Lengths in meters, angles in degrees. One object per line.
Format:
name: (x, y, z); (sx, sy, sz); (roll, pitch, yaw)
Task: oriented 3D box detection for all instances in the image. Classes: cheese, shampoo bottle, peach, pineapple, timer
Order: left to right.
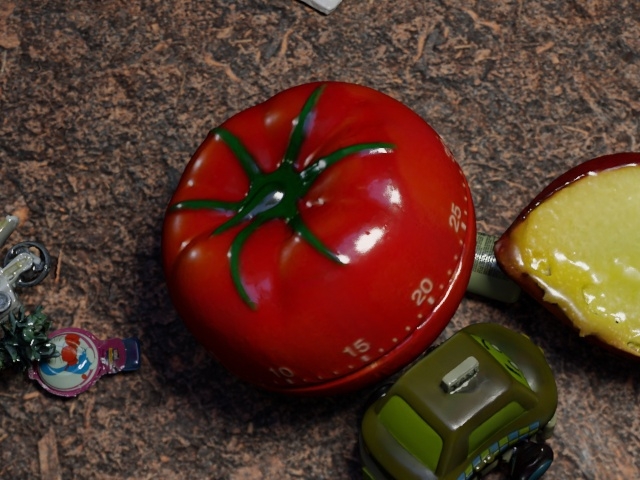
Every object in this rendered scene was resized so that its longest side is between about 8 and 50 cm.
pineapple: (-0.423, 0.165, 1.675); (0.221, 0.103, 0.083); (-36, 91, 3)
cheese: (-0.299, 0.152, 1.721); (0.145, 0.038, 0.095); (-8, 66, 0)
timer: (0.000, 0.000, 1.621); (0.378, 0.279, 0.378); (-16, 55, 23)
shampoo bottle: (0.183, 0.024, 1.733); (0.162, 0.079, 0.079); (15, 67, 10)
peach: (0.391, 0.021, 1.661); (0.362, 0.201, 0.257); (2, 92, 6)

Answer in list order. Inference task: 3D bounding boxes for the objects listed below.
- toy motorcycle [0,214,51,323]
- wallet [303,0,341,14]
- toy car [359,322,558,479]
toy motorcycle: (-0.461, 0.062, 1.752); (0.151, 0.074, 0.228); (42, 83, 13)
wallet: (0.017, -0.416, 1.966); (0.124, 0.032, 0.183); (31, 69, 16)
toy car: (0.165, 0.195, 1.580); (0.248, 0.198, 0.204); (-34, 62, -20)
